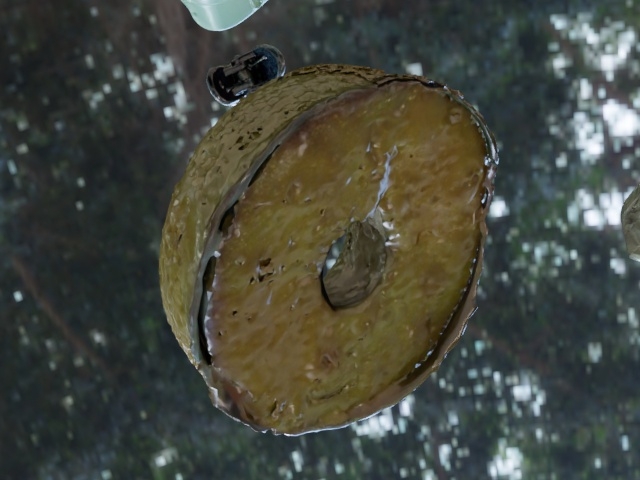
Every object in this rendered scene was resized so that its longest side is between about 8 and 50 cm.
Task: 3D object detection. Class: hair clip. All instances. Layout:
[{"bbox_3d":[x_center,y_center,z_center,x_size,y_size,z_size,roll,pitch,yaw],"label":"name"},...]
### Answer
[{"bbox_3d":[-0.068,-0.144,1.635,0.070,0.039,0.229,-26,180,-2],"label":"hair clip"}]

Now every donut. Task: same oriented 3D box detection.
[{"bbox_3d":[0.000,0.000,1.215,0.272,0.272,0.107,-30,-140,-19],"label":"donut"}]

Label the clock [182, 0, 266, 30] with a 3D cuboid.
[{"bbox_3d":[-0.098,-0.273,1.401,0.159,0.066,0.211,-43,-118,-15],"label":"clock"}]

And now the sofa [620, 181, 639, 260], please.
[{"bbox_3d":[0.438,-0.042,1.738,0.176,0.210,0.225,48,-151,19],"label":"sofa"}]
